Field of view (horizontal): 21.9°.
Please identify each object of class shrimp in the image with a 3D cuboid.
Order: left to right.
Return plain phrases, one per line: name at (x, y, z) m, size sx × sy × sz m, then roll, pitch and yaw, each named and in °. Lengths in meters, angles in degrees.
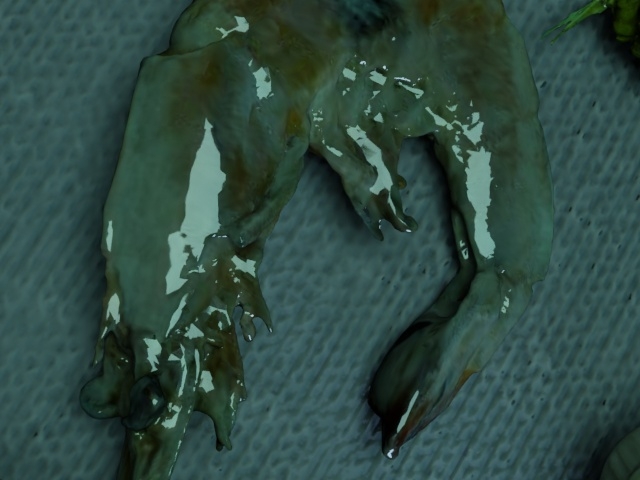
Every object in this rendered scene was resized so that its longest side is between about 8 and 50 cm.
shrimp at (0.000, 0.000, 0.829) m, size 0.247 × 0.085 × 0.360 m, roll 33°, pitch 70°, yaw -18°

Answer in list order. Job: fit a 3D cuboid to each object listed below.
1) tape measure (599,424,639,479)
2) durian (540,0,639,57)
tape measure at (0.296, 0.176, 0.821) m, size 0.271 × 0.133 × 0.231 m, roll -19°, pitch 107°, yaw -2°
durian at (0.269, -0.228, 0.946) m, size 0.169 × 0.157 × 0.356 m, roll 16°, pitch 74°, yaw 21°
